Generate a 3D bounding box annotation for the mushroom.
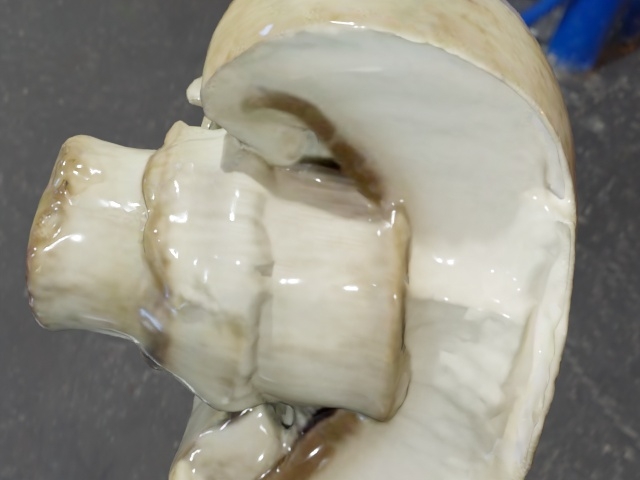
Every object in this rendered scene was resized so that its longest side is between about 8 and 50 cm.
[{"bbox_3d":[0.000,0.000,0.656,0.195,0.254,0.189,9,21,6],"label":"mushroom"}]
